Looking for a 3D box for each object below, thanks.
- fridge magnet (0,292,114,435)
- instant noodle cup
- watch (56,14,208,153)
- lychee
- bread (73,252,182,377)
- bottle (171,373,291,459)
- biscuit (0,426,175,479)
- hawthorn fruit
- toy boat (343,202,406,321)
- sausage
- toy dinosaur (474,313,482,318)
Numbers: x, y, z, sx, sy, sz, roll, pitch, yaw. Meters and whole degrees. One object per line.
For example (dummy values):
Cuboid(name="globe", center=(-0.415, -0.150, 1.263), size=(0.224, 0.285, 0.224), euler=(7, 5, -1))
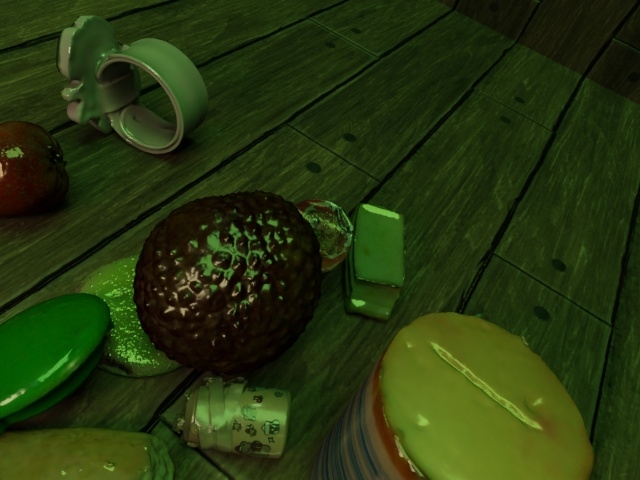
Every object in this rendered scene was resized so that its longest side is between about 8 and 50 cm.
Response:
Cuboid(name="fridge magnet", center=(-0.363, 0.145, 0.590), size=(0.208, 0.088, 0.208), euler=(-14, 31, 9))
Cuboid(name="instant noodle cup", center=(-0.002, 0.000, 0.820), size=(0.127, 0.135, 0.127), euler=(-1, 83, 6))
Cuboid(name="watch", center=(-0.352, -0.289, 0.899), size=(0.232, 0.244, 0.196), euler=(21, 47, 10))
Cuboid(name="lychee", center=(-0.120, 0.053, 0.649), size=(0.261, 0.260, 0.260), euler=(9, 49, -10))
Cuboid(name="bread", center=(-0.271, 0.103, 0.731), size=(0.229, 0.033, 0.228), euler=(8, 50, -10))
Cuboid(name="bottle", center=(-0.119, 0.236, 0.628), size=(0.152, 0.098, 0.098), euler=(10, 49, -5))
Cuboid(name="biscuit", center=(-0.352, 0.375, 0.426), size=(0.447, 0.104, 0.429), euler=(11, 48, -9))
Cuboid(name="hawthorn fruit", center=(-0.566, -0.111, 0.754), size=(0.286, 0.165, 0.165), euler=(-2, 51, -7))
Cuboid(name="toy boat", center=(0.104, 0.015, 0.893), size=(0.111, 0.084, 0.276), euler=(13, 49, -4))
Cuboid(name="sausage", center=(0.125, 0.259, 0.556), size=(0.233, 0.287, 0.233), euler=(10, 43, -10))
Cuboid(name="toy dinosaur", center=(0.260, 0.210, 0.721), size=(0.205, 0.092, 0.393), euler=(43, 12, -2))
